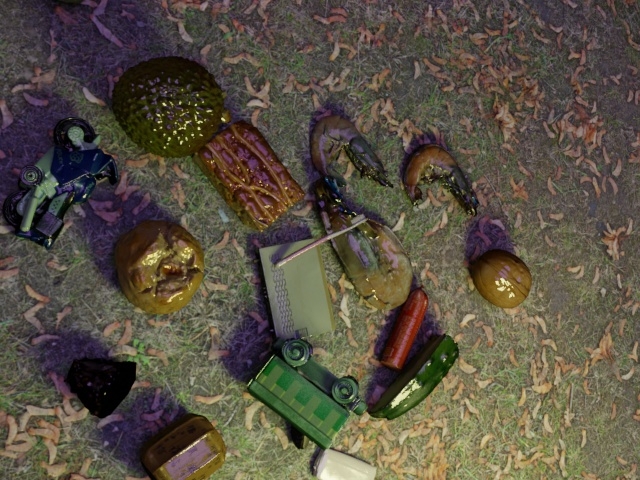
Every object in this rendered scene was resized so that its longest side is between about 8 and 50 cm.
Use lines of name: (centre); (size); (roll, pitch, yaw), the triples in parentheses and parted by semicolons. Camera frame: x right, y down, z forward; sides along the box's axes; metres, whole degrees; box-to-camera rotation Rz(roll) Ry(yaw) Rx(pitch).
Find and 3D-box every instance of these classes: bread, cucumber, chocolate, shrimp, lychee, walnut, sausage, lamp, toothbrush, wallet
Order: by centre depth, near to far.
chocolate: (-0.536, 0.328, 1.705); (0.133, 0.156, 0.156); (28, 70, 9)
lamp: (-0.334, 0.522, 1.748); (0.185, 0.161, 0.161); (-35, 98, -27)
lychee: (-0.370, -0.334, 1.785); (0.270, 0.320, 0.269); (-6, 68, 16)
bread: (-0.399, 0.061, 1.789); (0.245, 0.134, 0.244); (4, 82, -28)
bread: (-0.193, -0.176, 1.932); (0.185, 0.114, 0.274); (-42, 99, -25)
toothbrush: (0.000, 0.000, 1.960); (0.287, 0.020, 0.025); (-29, 92, -11)
wallet: (0.065, 0.644, 1.989); (0.190, 0.033, 0.095); (26, 71, -21)
shrimp: (0.127, 0.002, 2.071); (0.221, 0.110, 0.445); (-42, 105, -30)
cucumber: (0.283, 0.411, 2.074); (0.325, 0.145, 0.105); (-43, 95, -19)
shrimp: (0.081, -0.232, 2.096); (0.178, 0.075, 0.289); (-42, 103, -16)
sausage: (0.257, 0.251, 2.111); (0.074, 0.074, 0.274); (32, 71, -19)
walnut: (0.567, 0.119, 2.232); (0.207, 0.167, 0.167); (39, 69, -19)
shrimp: (0.374, -0.158, 2.232); (0.290, 0.054, 0.222); (49, 65, -8)

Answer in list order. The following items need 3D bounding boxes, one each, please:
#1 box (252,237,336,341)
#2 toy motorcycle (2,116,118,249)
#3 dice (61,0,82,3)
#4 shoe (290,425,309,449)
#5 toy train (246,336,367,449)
box: (-0.072, 0.138, 1.983); (0.211, 0.045, 0.270); (-12, 89, -26)
toy motorcycle: (-0.613, -0.135, 1.723); (0.196, 0.125, 0.331); (33, 66, -17)
dice: (-0.628, -0.747, 1.721); (0.252, 0.254, 0.249); (28, 75, -21)
shoe: (-0.028, 0.470, 1.948); (0.077, 0.074, 0.194); (10, 76, -29)
toy train: (-0.031, 0.389, 1.862); (0.301, 0.120, 0.202); (36, 80, 10)
